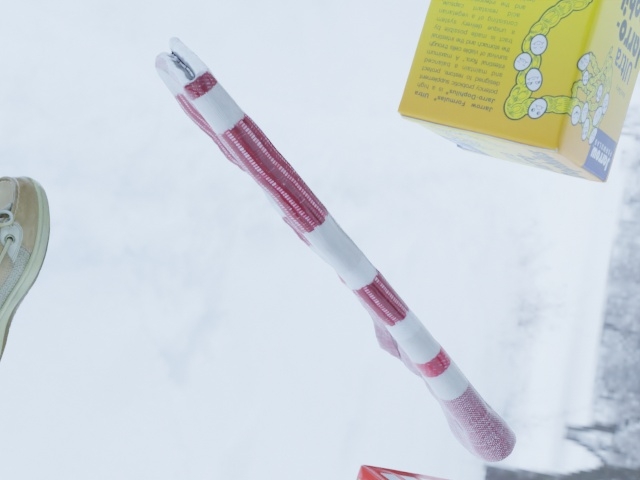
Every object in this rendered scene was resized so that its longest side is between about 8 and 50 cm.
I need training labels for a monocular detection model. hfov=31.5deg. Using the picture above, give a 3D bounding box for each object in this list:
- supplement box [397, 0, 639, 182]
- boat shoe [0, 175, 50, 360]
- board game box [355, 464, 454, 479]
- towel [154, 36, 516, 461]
[{"bbox_3d":[0.256,-0.269,1.270,0.194,0.195,0.357,14,93,-60],"label":"supplement box"},{"bbox_3d":[-0.196,0.022,0.632,0.048,0.056,0.153,42,51,-41],"label":"boat shoe"},{"bbox_3d":[0.113,0.149,0.436,0.193,0.146,0.045,21,-85,63],"label":"board game box"},{"bbox_3d":[0.000,0.000,0.810,0.329,0.037,0.237,50,-1,-19],"label":"towel"}]
